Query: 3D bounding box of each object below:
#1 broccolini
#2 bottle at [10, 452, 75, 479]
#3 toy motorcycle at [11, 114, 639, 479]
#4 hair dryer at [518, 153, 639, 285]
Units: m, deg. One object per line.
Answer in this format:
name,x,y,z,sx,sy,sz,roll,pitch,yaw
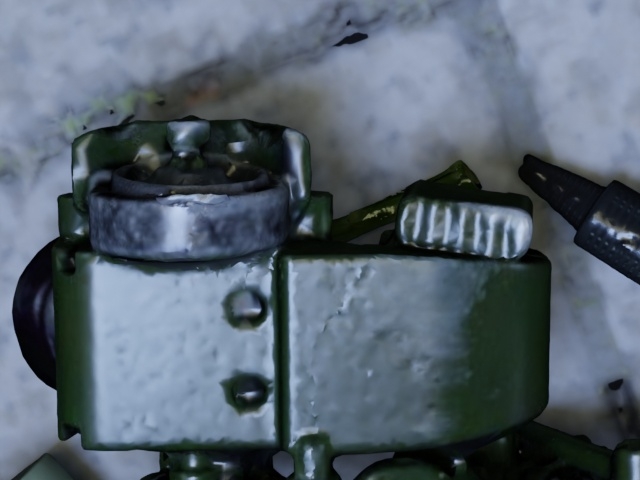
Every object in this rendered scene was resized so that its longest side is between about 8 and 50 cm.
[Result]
broccolini,0.000,0.000,0.736,0.140,0.035,0.030,-21,101,9
bottle,-0.076,0.187,0.762,0.072,0.072,0.201,-41,94,12
toy motorcycle,0.018,0.052,0.685,0.275,0.127,0.205,-1,100,-4
hair dryer,0.180,0.040,0.686,0.255,0.128,0.070,32,104,11
